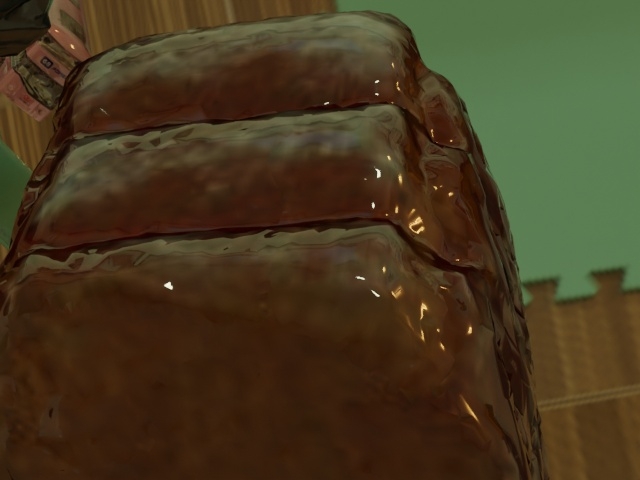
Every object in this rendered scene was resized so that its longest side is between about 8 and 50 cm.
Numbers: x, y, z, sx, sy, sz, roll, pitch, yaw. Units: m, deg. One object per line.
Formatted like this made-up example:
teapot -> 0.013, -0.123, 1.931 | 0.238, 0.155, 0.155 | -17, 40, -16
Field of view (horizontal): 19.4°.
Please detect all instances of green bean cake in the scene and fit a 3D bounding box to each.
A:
green bean cake -> 0.005, 0.083, 0.390 | 0.097, 0.198, 0.232 | -7, 122, 9

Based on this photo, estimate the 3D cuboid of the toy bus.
toy bus -> -0.260, -0.184, 1.724 | 0.090, 0.203, 0.063 | -44, 117, 13

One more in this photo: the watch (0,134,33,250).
watch -> -0.249, -0.034, 1.459 | 0.068, 0.237, 0.195 | -43, 53, -8

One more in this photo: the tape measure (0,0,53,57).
tape measure -> -0.237, -0.194, 1.000 | 0.202, 0.135, 0.223 | -15, 80, -45
